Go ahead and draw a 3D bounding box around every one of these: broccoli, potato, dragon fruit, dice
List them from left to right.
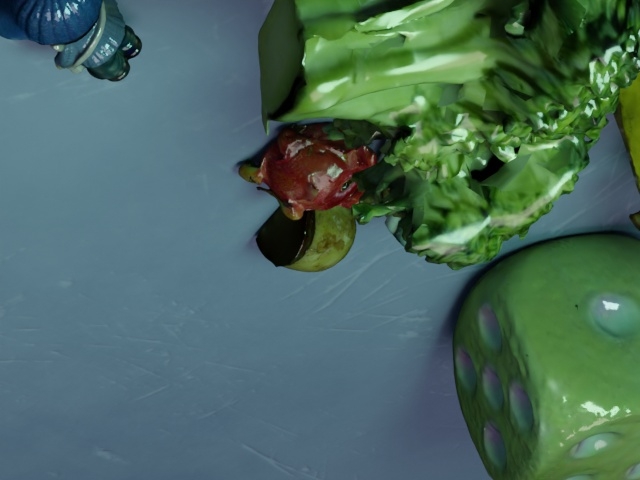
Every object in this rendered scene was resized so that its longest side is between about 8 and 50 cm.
[{"bbox_3d":[0.000,0.000,1.612,0.103,0.066,0.096,4,147,-36],"label":"potato"},{"bbox_3d":[0.000,-0.064,1.505,0.126,0.068,0.112,10,137,-39],"label":"dragon fruit"},{"bbox_3d":[0.106,-0.170,1.191,0.338,0.277,0.317,-37,150,24],"label":"broccoli"},{"bbox_3d":[0.317,0.154,1.838,0.252,0.254,0.249,-8,149,-18],"label":"dice"}]

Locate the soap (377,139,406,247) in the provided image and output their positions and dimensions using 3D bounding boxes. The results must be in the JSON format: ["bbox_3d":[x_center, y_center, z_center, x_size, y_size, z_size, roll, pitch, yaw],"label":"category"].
[{"bbox_3d":[0.149,-0.106,1.498,0.150,0.094,0.261,-10,148,-22],"label":"soap"}]

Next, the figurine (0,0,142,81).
[{"bbox_3d":[-0.198,-0.173,1.220,0.086,0.087,0.149,-58,147,-7],"label":"figurine"}]

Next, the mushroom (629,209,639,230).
[{"bbox_3d":[0.462,-0.060,1.623,0.283,0.195,0.263,-35,141,-4],"label":"mushroom"}]

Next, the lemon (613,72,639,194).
[{"bbox_3d":[0.423,-0.142,1.302,0.364,0.364,0.364,-13,149,-8],"label":"lemon"}]
